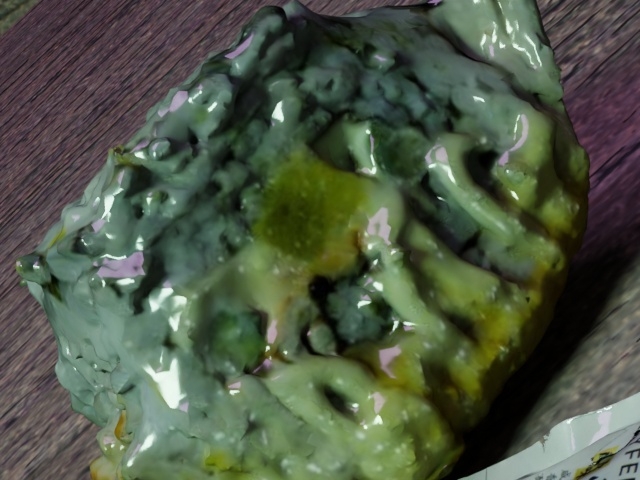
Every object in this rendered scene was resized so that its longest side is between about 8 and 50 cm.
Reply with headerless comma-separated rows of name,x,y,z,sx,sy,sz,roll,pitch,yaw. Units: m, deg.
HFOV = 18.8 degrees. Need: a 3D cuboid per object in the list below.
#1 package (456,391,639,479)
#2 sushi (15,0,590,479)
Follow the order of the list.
package,0.077,0.122,0.662,0.173,0.027,0.171,-34,21,35
sushi,0.000,0.000,0.808,0.274,0.184,0.139,-50,9,-22
